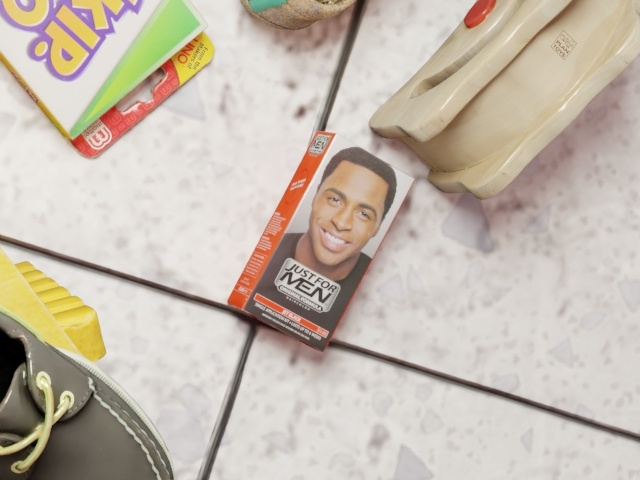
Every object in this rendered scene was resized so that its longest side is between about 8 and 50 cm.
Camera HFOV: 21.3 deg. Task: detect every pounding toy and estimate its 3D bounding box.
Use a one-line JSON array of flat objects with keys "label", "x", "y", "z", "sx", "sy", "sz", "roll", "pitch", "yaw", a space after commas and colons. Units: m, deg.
[{"label": "pounding toy", "x": 0.130, "y": -0.171, "z": 1.191, "sx": 0.155, "sy": 0.154, "sz": 0.269, "roll": 41, "pitch": 101, "yaw": -19}]

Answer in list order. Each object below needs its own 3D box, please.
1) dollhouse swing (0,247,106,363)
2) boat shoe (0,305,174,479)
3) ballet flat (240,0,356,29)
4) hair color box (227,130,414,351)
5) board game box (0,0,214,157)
[{"label": "dollhouse swing", "x": -0.323, "y": -0.054, "z": 0.926, "sx": 0.315, "sy": 0.347, "sz": 0.305, "roll": -16, "pitch": 101, "yaw": -17}, {"label": "boat shoe", "x": -0.157, "y": 0.071, "z": 0.777, "sx": 0.227, "sy": 0.068, "sz": 0.081, "roll": 36, "pitch": 84, "yaw": -20}, {"label": "ballet flat", "x": 0.075, "y": -0.258, "z": 1.172, "sx": 0.316, "sy": 0.106, "sz": 0.107, "roll": -48, "pitch": 109, "yaw": -9}, {"label": "hair color box", "x": 0.000, "y": 0.000, "z": 1.209, "sx": 0.072, "sy": 0.043, "sz": 0.141, "roll": 28, "pitch": 86, "yaw": -19}, {"label": "board game box", "x": -0.187, "y": -0.187, "z": 1.127, "sx": 0.124, "sy": 0.039, "sz": 0.259, "roll": -41, "pitch": 110, "yaw": -9}]
